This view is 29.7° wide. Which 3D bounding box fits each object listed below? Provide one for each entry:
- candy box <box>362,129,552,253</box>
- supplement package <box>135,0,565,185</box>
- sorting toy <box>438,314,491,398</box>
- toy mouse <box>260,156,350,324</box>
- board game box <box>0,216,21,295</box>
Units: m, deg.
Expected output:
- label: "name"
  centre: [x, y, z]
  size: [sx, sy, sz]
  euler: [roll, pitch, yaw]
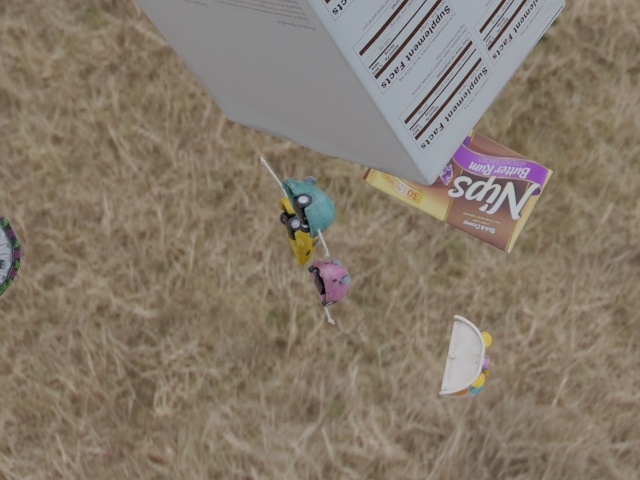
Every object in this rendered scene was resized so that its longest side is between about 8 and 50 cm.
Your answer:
- label: "candy box"
  centre: [0.155, -0.073, 1.367]
  size: [0.187, 0.053, 0.109]
  euler: [26, 96, -15]
- label: "supplement package"
  centre: [-0.004, -0.168, 0.692]
  size: [0.194, 0.203, 0.149]
  euler: [23, 69, 45]
- label: "sorting toy"
  centre: [0.157, 0.128, 1.241]
  size: [0.045, 0.075, 0.083]
  euler: [7, 73, 21]
- label: "toy mouse"
  centre: [0.000, 0.000, 1.039]
  size: [0.031, 0.143, 0.161]
  euler: [-20, 98, -12]
- label: "board game box"
  centre: [-0.287, 0.060, 0.796]
  size: [0.194, 0.060, 0.194]
  euler: [-42, 30, -26]
